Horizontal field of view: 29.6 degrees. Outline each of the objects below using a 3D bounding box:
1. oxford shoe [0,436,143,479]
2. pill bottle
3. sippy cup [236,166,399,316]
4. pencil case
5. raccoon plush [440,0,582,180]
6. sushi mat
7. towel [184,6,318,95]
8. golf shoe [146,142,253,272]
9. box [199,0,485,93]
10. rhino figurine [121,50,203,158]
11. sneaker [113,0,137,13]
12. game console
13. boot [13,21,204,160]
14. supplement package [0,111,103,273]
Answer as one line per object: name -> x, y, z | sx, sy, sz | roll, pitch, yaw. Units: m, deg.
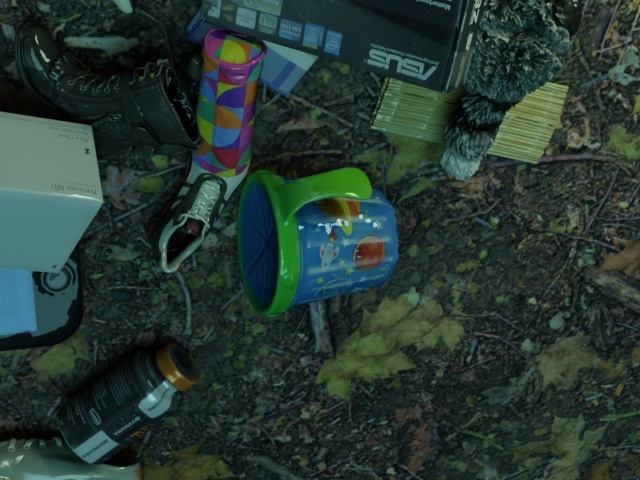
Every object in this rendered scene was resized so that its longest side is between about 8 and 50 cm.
oxford shoe -> -0.529, 0.417, 2.216 | 0.449, 0.169, 0.130 | 15, 77, -10
pill bottle -> -0.336, 0.283, 2.154 | 0.245, 0.130, 0.130 | -36, 121, 13
sippy cup -> 0.000, 0.000, 1.992 | 0.224, 0.305, 0.240 | -3, 94, -21
pencil case -> -0.139, -0.204, 1.801 | 0.104, 0.104, 0.236 | 2, 139, -11
raccoon plush -> 0.195, -0.309, 1.825 | 0.299, 0.216, 0.446 | 19, 111, -13
sushi mat -> 0.247, -0.220, 2.005 | 0.316, 0.019, 0.151 | 10, 118, -17
towel -> -0.052, -0.375, 1.848 | 0.209, 0.034, 0.285 | 27, 115, -26
golf shoe -> -0.187, -0.065, 1.969 | 0.105, 0.120, 0.273 | 23, 114, -21
box -> 0.043, -0.410, 1.664 | 0.395, 0.097, 0.318 | 20, 114, 18
rhino figurine -> -0.214, -0.218, 1.866 | 0.073, 0.106, 0.243 | 46, 124, 14
sneaker -> -0.330, -0.400, 1.777 | 0.075, 0.057, 0.161 | -15, 126, 20
game console -> -0.582, 0.024, 1.942 | 0.386, 0.060, 0.342 | -5, 114, -15
boot -> -0.307, -0.231, 1.790 | 0.229, 0.091, 0.263 | -11, 123, 35
supplement package -> -0.480, -0.072, 1.761 | 0.261, 0.145, 0.204 | 6, 144, -32
